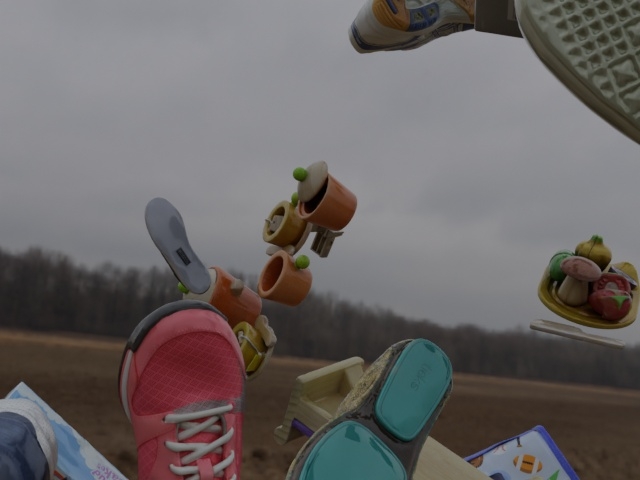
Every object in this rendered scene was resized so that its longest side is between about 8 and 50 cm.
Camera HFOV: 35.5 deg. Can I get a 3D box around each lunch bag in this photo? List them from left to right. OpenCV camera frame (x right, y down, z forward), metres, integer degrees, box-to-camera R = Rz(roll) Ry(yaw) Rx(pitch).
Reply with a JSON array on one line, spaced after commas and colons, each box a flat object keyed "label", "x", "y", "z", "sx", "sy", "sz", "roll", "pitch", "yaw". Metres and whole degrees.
[{"label": "lunch bag", "x": 0.366, "y": 0.589, "z": 1.898, "sx": 0.328, "sy": 0.385, "sz": 0.239, "roll": -24, "pitch": -6, "yaw": -7}]

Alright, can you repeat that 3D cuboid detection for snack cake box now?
[{"label": "snack cake box", "x": -0.392, "y": 0.350, "z": 1.426, "sx": 0.264, "sy": 0.152, "sz": 0.089, "roll": 46, "pitch": 18, "yaw": -11}]

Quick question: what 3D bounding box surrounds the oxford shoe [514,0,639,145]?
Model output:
[{"label": "oxford shoe", "x": 0.357, "y": -0.115, "z": 0.816, "sx": 0.449, "sy": 0.169, "sz": 0.130, "roll": 23, "pitch": 1, "yaw": -5}]

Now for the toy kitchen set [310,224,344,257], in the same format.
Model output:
[{"label": "toy kitchen set", "x": 0.000, "y": 0.000, "z": 1.773, "sx": 0.068, "sy": 0.075, "sz": 0.083, "roll": 36, "pitch": 24, "yaw": 34}]

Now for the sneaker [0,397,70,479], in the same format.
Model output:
[{"label": "sneaker", "x": -0.333, "y": 0.294, "z": 0.911, "sx": 0.130, "sy": 0.323, "sz": 0.236, "roll": 26, "pitch": 23, "yaw": -6}]

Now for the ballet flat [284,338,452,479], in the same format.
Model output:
[{"label": "ballet flat", "x": 0.044, "y": 0.230, "z": 1.074, "sx": 0.123, "sy": 0.123, "sz": 0.348, "roll": 4, "pitch": 27, "yaw": 27}]

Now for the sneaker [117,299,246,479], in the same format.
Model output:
[{"label": "sneaker", "x": -0.101, "y": 0.204, "z": 0.860, "sx": 0.116, "sy": 0.314, "sz": 0.136, "roll": -6, "pitch": 24, "yaw": -25}]

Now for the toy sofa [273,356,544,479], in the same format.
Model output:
[{"label": "toy sofa", "x": 0.112, "y": 0.334, "z": 1.405, "sx": 0.362, "sy": 0.177, "sz": 0.150, "roll": 32, "pitch": 27, "yaw": 32}]

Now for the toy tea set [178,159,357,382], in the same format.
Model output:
[{"label": "toy tea set", "x": -0.091, "y": 0.025, "z": 1.419, "sx": 0.124, "sy": 0.336, "sz": 0.200, "roll": 29, "pitch": 5, "yaw": -25}]

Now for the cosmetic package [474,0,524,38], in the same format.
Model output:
[{"label": "cosmetic package", "x": 0.243, "y": -0.315, "z": 1.015, "sx": 0.127, "sy": 0.238, "sz": 0.107, "roll": 11, "pitch": -32, "yaw": 15}]

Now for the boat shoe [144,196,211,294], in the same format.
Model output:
[{"label": "boat shoe", "x": -0.193, "y": 0.010, "z": 1.323, "sx": 0.049, "sy": 0.142, "sz": 0.040, "roll": -30, "pitch": 7, "yaw": -22}]

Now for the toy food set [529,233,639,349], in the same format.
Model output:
[{"label": "toy food set", "x": 0.347, "y": 0.049, "z": 1.266, "sx": 0.128, "sy": 0.071, "sz": 0.218, "roll": 16, "pitch": 28, "yaw": 14}]

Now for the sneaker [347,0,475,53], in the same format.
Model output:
[{"label": "sneaker", "x": 0.166, "y": -0.357, "z": 1.544, "sx": 0.296, "sy": 0.112, "sz": 0.131, "roll": -15, "pitch": -9, "yaw": -36}]
